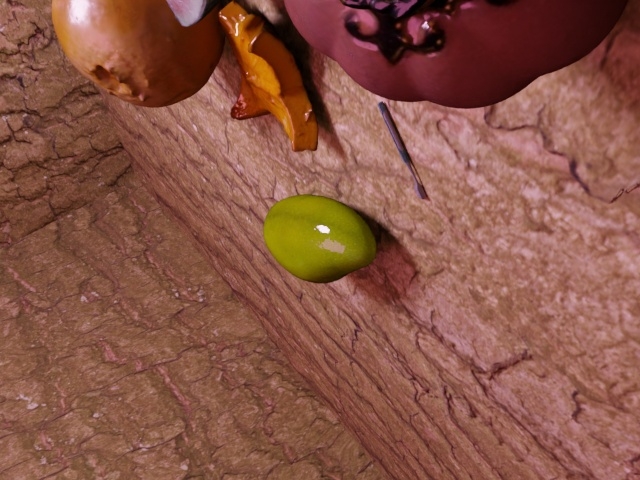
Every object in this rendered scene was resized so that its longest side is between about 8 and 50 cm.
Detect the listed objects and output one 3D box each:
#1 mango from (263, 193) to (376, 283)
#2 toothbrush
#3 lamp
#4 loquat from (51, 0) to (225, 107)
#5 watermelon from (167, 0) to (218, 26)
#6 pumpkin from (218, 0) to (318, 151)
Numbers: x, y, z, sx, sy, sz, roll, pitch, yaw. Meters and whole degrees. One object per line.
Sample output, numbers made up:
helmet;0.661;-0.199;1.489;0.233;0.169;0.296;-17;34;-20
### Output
mango;0.000;0.000;1.149;0.343;0.156;0.192;12;132;61
toothbrush;0.125;-0.137;0.870;0.167;0.011;0.014;62;165;-15
lamp;0.086;-0.241;0.412;0.306;0.239;0.305;17;127;24
loquat;-0.342;-0.421;1.086;0.328;0.329;0.328;47;157;26
watermelon;-0.195;-0.451;0.804;0.201;0.212;0.262;30;168;-13
pumpkin;-0.113;-0.306;1.045;0.290;0.095;0.258;40;158;47
